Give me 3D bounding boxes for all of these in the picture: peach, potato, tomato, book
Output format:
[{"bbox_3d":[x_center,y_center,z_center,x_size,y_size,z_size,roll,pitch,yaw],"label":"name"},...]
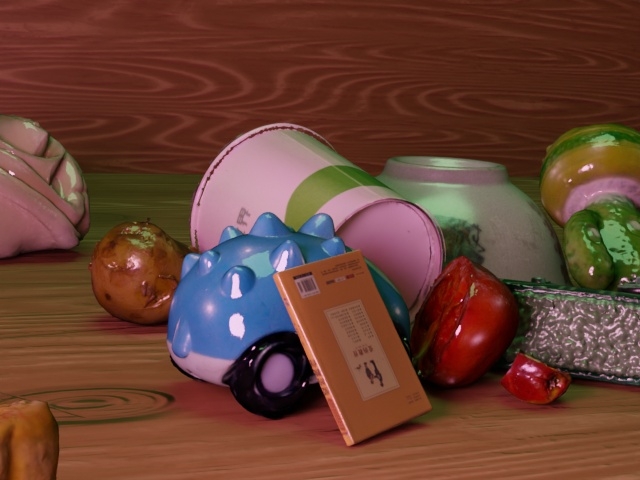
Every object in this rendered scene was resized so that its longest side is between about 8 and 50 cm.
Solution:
[{"bbox_3d":[0.216,0.141,1.296,0.077,0.050,0.083,25,5,-33],"label":"peach"},{"bbox_3d":[-0.214,0.046,1.562,0.137,0.137,0.176,8,-11,32],"label":"potato"},{"bbox_3d":[0.162,0.098,1.345,0.091,0.139,0.159,25,11,-8],"label":"tomato"},{"bbox_3d":[0.032,0.097,1.169,0.118,0.172,0.012,-14,-14,-45],"label":"book"}]

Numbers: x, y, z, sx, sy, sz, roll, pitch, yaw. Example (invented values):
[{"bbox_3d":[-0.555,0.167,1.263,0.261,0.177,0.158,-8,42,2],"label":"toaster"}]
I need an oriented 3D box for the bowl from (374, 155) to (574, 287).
[{"bbox_3d":[0.184,-0.023,1.889,0.435,0.195,0.435,3,9,-1],"label":"bowl"}]

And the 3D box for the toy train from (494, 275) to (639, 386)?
[{"bbox_3d":[0.308,0.094,1.436,0.270,0.115,0.154,7,4,16],"label":"toy train"}]

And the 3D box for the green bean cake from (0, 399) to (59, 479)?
[{"bbox_3d":[-0.309,0.158,0.770,0.236,0.124,0.233,8,11,32],"label":"green bean cake"}]

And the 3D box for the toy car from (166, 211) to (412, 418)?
[{"bbox_3d":[-0.031,0.065,1.266,0.255,0.190,0.188,0,8,-31],"label":"toy car"}]

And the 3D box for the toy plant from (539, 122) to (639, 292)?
[{"bbox_3d":[0.423,-0.008,1.792,0.224,0.184,0.315,32,38,-27],"label":"toy plant"}]

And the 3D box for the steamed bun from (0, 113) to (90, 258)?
[{"bbox_3d":[-0.540,-0.093,2.016,0.324,0.219,0.310,-2,10,-30],"label":"steamed bun"}]

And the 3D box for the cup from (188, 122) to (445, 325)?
[{"bbox_3d":[0.000,0.000,1.580,0.253,0.253,0.274,-2,17,-32],"label":"cup"}]
